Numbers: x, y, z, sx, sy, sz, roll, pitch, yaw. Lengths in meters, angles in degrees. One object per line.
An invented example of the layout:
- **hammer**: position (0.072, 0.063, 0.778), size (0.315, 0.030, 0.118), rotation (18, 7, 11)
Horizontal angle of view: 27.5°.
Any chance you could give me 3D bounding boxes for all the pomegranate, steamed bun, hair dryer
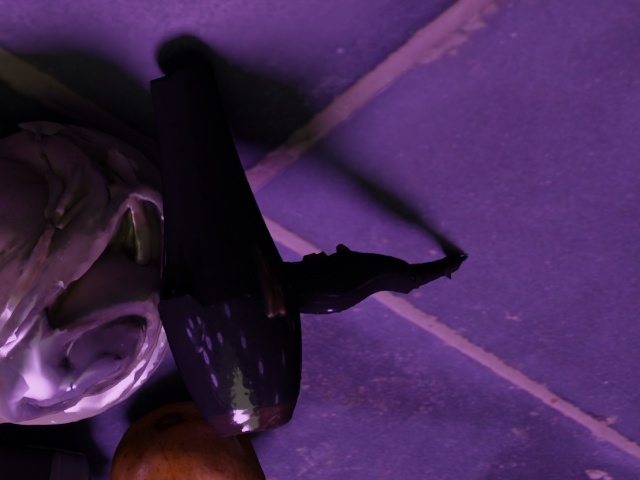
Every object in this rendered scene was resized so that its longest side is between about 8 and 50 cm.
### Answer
- **pomegranate**: position (-0.138, 0.272, 1.407), size (0.196, 0.196, 0.196), rotation (0, 138, 0)
- **steamed bun**: position (-0.231, 0.061, 1.113), size (0.268, 0.207, 0.280), rotation (-23, 138, -8)
- **hair dryer**: position (0.000, 0.000, 1.149), size (0.359, 0.304, 0.120), rotation (-5, 170, -44)

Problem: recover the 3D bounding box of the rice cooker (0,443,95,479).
- **rice cooker**: position (-0.376, 0.358, 1.430), size (0.277, 0.288, 0.288), rotation (11, 137, -10)
